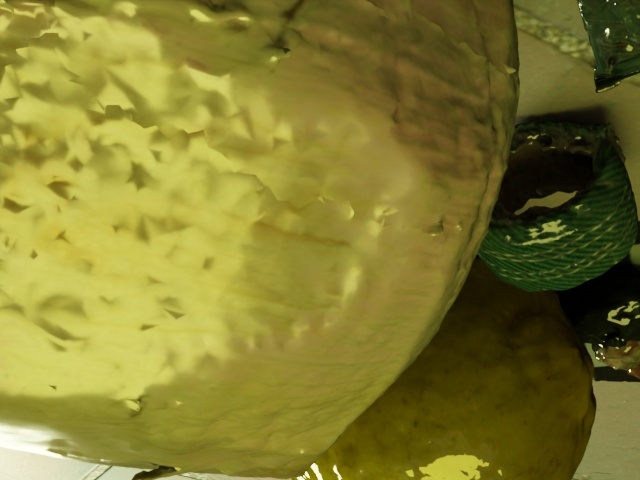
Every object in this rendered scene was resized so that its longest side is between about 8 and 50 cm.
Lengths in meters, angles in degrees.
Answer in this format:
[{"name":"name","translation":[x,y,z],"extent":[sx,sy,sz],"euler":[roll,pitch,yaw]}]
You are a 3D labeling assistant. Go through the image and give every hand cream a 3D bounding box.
[{"name":"hand cream","translation":[0.189,-0.158,0.722],"extent":[0.075,0.052,0.248],"euler":[7,165,28]}]

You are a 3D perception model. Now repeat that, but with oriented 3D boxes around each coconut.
[{"name":"coconut","translation":[-0.061,-0.062,0.620],"extent":[0.405,0.404,0.404],"euler":[3,148,2]}]

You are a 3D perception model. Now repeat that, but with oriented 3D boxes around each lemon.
[{"name":"lemon","translation":[0.096,0.154,1.055],"extent":[0.316,0.285,0.285],"euler":[-29,140,8]}]

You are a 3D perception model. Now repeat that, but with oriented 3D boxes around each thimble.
[{"name":"thimble","translation":[0.180,-0.028,0.896],"extent":[0.135,0.118,0.090],"euler":[-10,146,20]}]

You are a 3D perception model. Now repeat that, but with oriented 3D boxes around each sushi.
[{"name":"sushi","translation":[0.350,0.100,1.125],"extent":[0.320,0.068,0.339],"euler":[2,148,4]}]
